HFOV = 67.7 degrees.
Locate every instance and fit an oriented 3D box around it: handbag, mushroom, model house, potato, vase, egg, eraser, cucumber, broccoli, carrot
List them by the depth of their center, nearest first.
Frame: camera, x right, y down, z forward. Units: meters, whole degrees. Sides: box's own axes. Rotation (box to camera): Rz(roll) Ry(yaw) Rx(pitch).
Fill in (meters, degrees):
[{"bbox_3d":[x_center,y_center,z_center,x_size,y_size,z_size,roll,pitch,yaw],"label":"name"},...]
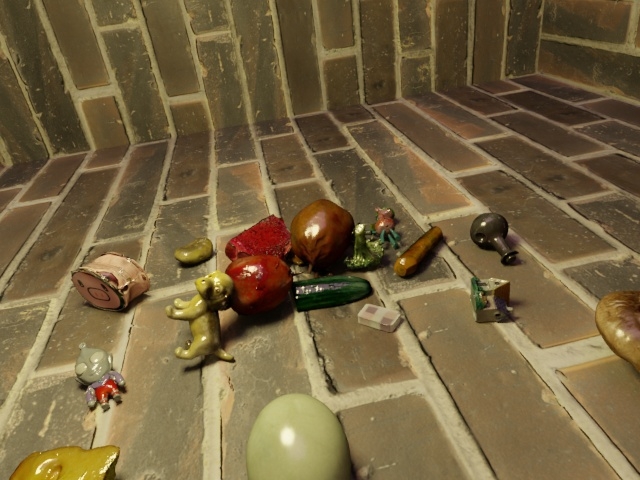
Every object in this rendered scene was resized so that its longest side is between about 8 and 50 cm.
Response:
[{"bbox_3d":[-0.039,0.390,0.856,0.187,0.186,0.253,-10,27,-4],"label":"egg"},{"bbox_3d":[0.726,0.212,1.016,0.279,0.146,0.278,11,38,-8],"label":"mushroom"},{"bbox_3d":[0.448,0.153,1.245,0.100,0.087,0.100,-3,34,11],"label":"model house"},{"bbox_3d":[0.157,0.207,1.283,0.105,0.026,0.065,13,33,31],"label":"eraser"},{"bbox_3d":[0.028,0.139,1.399,0.244,0.063,0.115,-8,31,-3],"label":"cucumber"},{"bbox_3d":[0.129,0.014,1.457,0.123,0.204,0.118,1,63,14],"label":"broccoli"},{"bbox_3d":[-0.642,0.127,1.468,0.205,0.179,0.116,7,40,25],"label":"handbag"},{"bbox_3d":[0.544,-0.003,1.477,0.120,0.120,0.182,-13,45,-9],"label":"vase"},{"bbox_3d":[0.315,0.030,1.512,0.070,0.070,0.260,14,35,33],"label":"carrot"},{"bbox_3d":[-0.438,0.041,1.663,0.138,0.070,0.092,-28,37,-28],"label":"potato"}]

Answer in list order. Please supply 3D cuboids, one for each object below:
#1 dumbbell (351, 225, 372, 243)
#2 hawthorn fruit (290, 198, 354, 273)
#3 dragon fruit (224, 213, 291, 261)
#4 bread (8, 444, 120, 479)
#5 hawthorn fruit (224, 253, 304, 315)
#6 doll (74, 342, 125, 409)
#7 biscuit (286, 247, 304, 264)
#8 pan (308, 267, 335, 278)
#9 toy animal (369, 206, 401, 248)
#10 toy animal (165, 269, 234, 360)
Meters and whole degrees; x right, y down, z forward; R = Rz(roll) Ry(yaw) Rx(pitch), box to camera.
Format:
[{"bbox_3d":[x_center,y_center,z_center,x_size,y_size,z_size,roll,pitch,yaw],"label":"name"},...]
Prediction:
[{"bbox_3d":[0.051,-0.027,1.652,0.254,0.081,0.081,0,31,13],"label":"dumbbell"},{"bbox_3d":[0.000,0.000,1.495,0.208,0.208,0.248,1,46,15],"label":"hawthorn fruit"},{"bbox_3d":[-0.199,0.022,1.578,0.189,0.162,0.262,-22,13,40],"label":"dragon fruit"},{"bbox_3d":[-0.503,0.482,0.918,0.233,0.088,0.160,-4,25,12],"label":"bread"},{"bbox_3d":[-0.159,0.112,1.350,0.235,0.181,0.181,-21,31,-1],"label":"hawthorn fruit"},{"bbox_3d":[-0.564,0.331,1.201,0.102,0.075,0.227,-33,49,-20],"label":"doll"},{"bbox_3d":[-0.053,0.046,1.613,0.130,0.019,0.119,-18,32,-17],"label":"biscuit"},{"bbox_3d":[-0.003,0.101,1.503,0.068,0.023,0.115,-27,35,-27],"label":"pan"},{"bbox_3d":[0.218,-0.044,1.654,0.103,0.100,0.208,-42,26,21],"label":"toy animal"},{"bbox_3d":[-0.305,0.194,1.233,0.169,0.233,0.121,-2,-4,3],"label":"toy animal"}]
